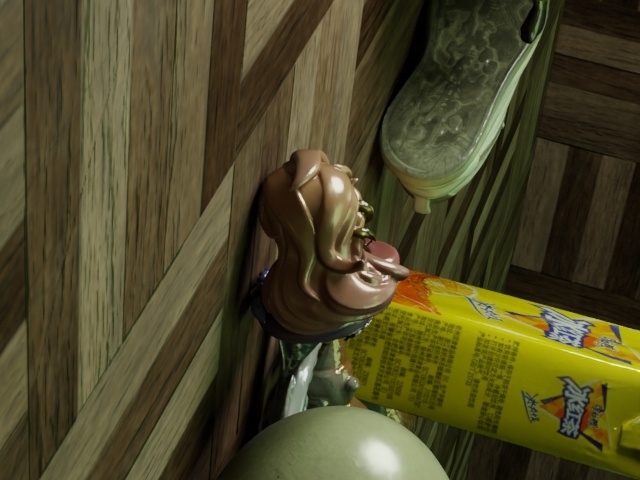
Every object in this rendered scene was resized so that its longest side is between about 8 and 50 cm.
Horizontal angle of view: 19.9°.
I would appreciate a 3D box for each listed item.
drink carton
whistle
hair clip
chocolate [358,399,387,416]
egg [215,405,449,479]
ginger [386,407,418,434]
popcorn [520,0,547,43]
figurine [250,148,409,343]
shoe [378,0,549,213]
[{"bbox_3d":[0.170,0.120,1.746,0.154,0.351,0.111,-39,144,-73],"label":"drink carton"},{"bbox_3d":[0.009,0.149,1.674,0.057,0.107,0.220,-32,125,-43],"label":"whistle"},{"bbox_3d":[-0.031,0.136,1.572,0.140,0.054,0.220,-80,-178,-58],"label":"hair clip"},{"bbox_3d":[0.025,0.261,1.854,0.110,0.110,0.291,-64,166,-45],"label":"chocolate"},{"bbox_3d":[0.004,0.258,1.446,0.219,0.219,0.269,-46,149,-69],"label":"egg"},{"bbox_3d":[0.071,0.214,2.129,0.294,0.086,0.131,81,4,-77],"label":"ginger"},{"bbox_3d":[0.221,-0.352,1.664,0.316,0.281,0.297,-47,-161,-27],"label":"popcorn"},{"bbox_3d":[0.004,0.009,1.380,0.157,0.126,0.114,96,-29,-49],"label":"figurine"},{"bbox_3d":[0.148,-0.159,1.888,0.159,0.124,0.316,86,27,-59],"label":"shoe"}]
